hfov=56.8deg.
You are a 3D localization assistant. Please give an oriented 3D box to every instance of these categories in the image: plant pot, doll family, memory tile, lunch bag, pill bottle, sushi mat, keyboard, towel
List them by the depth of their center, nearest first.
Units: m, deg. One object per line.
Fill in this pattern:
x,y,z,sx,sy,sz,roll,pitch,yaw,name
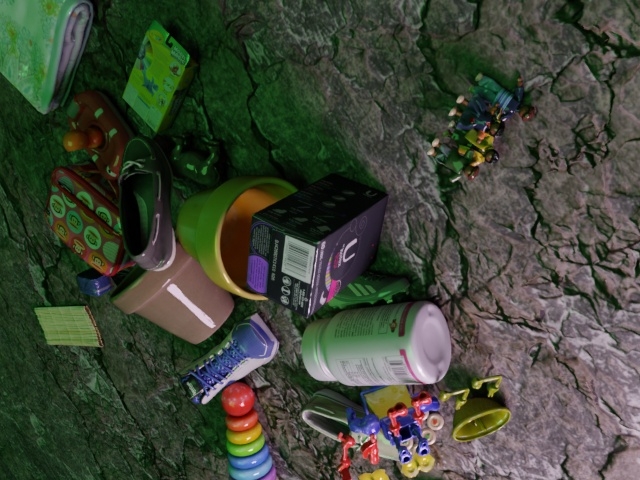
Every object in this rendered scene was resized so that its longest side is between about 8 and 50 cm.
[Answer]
0.270,-0.185,0.985,0.111,0.076,0.193,38,124,20,doll family
0.109,0.217,1.222,0.283,0.160,0.160,-12,104,37,pill bottle
-0.181,-0.020,1.272,0.239,0.254,0.254,14,119,47,plant pot
0.188,0.402,1.310,0.148,0.012,0.113,29,88,19,memory tile
-0.343,0.129,1.454,0.263,0.263,0.229,-28,111,39,plant pot
-0.731,-0.549,1.482,0.320,0.090,0.374,46,128,7,towel
-0.600,-0.074,1.601,0.293,0.120,0.258,37,123,13,lunch bag
-0.523,0.126,1.698,0.192,0.038,0.100,19,144,25,keyboard
-0.680,0.128,1.772,0.098,0.067,0.065,10,116,31,lunch bag
-0.854,0.290,1.997,0.316,0.019,0.151,-6,107,36,sushi mat

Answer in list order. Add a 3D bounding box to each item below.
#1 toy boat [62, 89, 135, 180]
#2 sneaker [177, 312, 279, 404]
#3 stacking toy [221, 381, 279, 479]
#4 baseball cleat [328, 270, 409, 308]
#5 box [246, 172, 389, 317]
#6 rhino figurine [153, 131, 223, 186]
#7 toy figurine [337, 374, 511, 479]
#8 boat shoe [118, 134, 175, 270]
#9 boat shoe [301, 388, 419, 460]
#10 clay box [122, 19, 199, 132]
-0.566,-0.252,1.466,0.151,0.151,0.231,-38,87,40,toy boat
-0.249,0.326,1.501,0.127,0.182,0.315,51,129,2,sneaker
-0.201,0.541,1.615,0.141,0.141,0.330,3,106,33,stacking toy
0.084,0.084,1.236,0.206,0.072,0.109,-18,94,34,baseball cleat
0.000,0.000,1.123,0.143,0.270,0.165,23,122,24,box
-0.320,-0.193,1.379,0.243,0.073,0.106,17,116,29,rhino figurine
0.176,0.330,1.225,0.217,0.362,0.191,-122,13,-60,toy figurine
-0.388,-0.097,1.298,0.112,0.095,0.335,-18,71,13,boat shoe
0.095,0.449,1.381,0.302,0.094,0.109,17,120,27,boat shoe
-0.359,-0.369,1.335,0.127,0.053,0.222,46,127,8,clay box
